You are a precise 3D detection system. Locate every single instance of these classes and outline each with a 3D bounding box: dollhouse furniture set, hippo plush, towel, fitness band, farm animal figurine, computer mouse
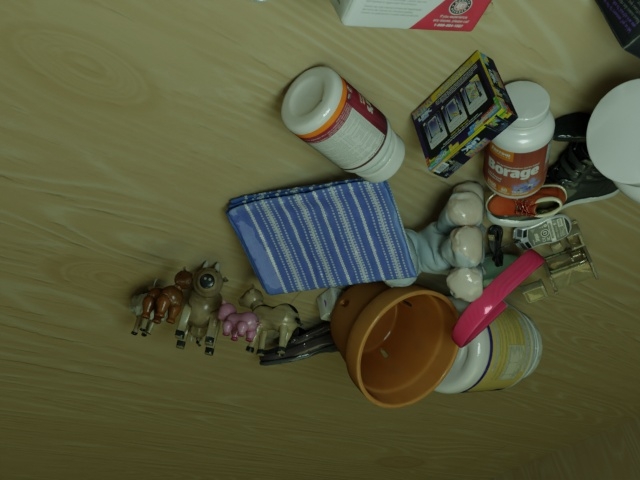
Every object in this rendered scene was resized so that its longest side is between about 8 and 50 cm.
[{"bbox_3d":[0.558,0.039,1.772,0.181,0.101,0.161,-22,120,17],"label":"dollhouse furniture set"},{"bbox_3d":[0.227,-0.005,1.532,0.236,0.235,0.294,0,-169,15],"label":"hippo plush"},{"bbox_3d":[0.000,0.000,1.425,0.335,0.040,0.243,-9,123,21],"label":"towel"},{"bbox_3d":[0.391,0.129,1.607,0.290,0.054,0.209,-35,161,-32],"label":"fitness band"},{"bbox_3d":[-0.232,0.146,1.605,0.330,0.172,0.326,21,155,-19],"label":"farm animal figurine"},{"bbox_3d":[0.482,-0.013,1.673,0.192,0.042,0.106,-19,115,7],"label":"computer mouse"}]

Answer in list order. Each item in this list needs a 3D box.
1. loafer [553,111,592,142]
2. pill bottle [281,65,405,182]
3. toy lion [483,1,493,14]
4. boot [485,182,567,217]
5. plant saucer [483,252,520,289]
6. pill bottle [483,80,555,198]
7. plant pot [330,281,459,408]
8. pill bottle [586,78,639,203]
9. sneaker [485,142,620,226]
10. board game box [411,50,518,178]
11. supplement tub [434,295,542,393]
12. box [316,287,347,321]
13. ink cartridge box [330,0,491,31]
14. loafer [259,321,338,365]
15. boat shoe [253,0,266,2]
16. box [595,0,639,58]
[{"bbox_3d":[0.516,-0.209,1.394,0.169,0.062,0.061,-6,151,-6],"label":"loafer"},{"bbox_3d":[0.045,-0.189,1.231,0.121,0.121,0.221,-30,142,26],"label":"pill bottle"},{"bbox_3d":[0.211,-0.372,1.095,0.096,0.034,0.100,-8,147,9],"label":"toy lion"},{"bbox_3d":[0.398,-0.072,1.415,0.157,0.085,0.059,-9,112,24],"label":"boot"},{"bbox_3d":[0.417,0.076,1.802,0.194,0.038,0.195,-7,147,-5],"label":"plant saucer"},{"bbox_3d":[0.363,-0.184,1.331,0.121,0.121,0.216,-13,146,2],"label":"pill bottle"},{"bbox_3d":[0.155,0.219,1.709,0.290,0.203,0.291,-11,113,-28],"label":"plant pot"},{"bbox_3d":[0.662,-0.162,1.297,0.407,0.229,0.229,6,144,-40],"label":"pill bottle"},{"bbox_3d":[0.477,-0.127,1.473,0.295,0.105,0.147,-17,143,1],"label":"sneaker"},{"bbox_3d":[0.241,-0.212,1.234,0.048,0.141,0.170,18,137,-34],"label":"board game box"},{"bbox_3d":[0.404,0.270,1.875,0.331,0.241,0.241,9,143,-45],"label":"supplement tub"},{"bbox_3d":[0.137,0.191,1.865,0.323,0.067,0.063,16,139,-35],"label":"box"},{"bbox_3d":[0.153,-0.418,0.891,0.226,0.131,0.306,-5,146,-29],"label":"ink cartridge box"},{"bbox_3d":[-0.025,0.260,1.921,0.302,0.095,0.109,-14,177,13],"label":"loafer"},{"bbox_3d":[-0.046,-0.384,0.971,0.066,0.063,0.184,18,136,-36],"label":"boat shoe"},{"bbox_3d":[0.574,-0.392,1.065,0.165,0.144,0.270,13,140,-31],"label":"box"}]
